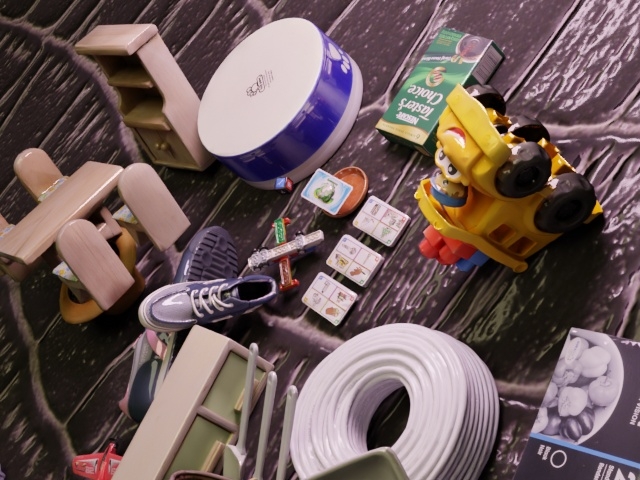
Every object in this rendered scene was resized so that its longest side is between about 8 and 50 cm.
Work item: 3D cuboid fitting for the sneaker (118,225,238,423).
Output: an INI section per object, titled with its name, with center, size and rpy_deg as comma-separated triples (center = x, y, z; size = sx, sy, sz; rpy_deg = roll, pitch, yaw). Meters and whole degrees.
[sneaker]
center = -0.222, 0.123, 1.625
size = 0.131, 0.112, 0.319
rpy_deg = -5, 58, 38

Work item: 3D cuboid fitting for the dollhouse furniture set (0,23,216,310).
[dollhouse furniture set]
center = -0.380, -0.131, 1.750
size = 0.362, 0.256, 0.394
rpy_deg = 11, 51, 49

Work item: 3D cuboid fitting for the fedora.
[fedora]
center = -0.353, 0.069, 1.811
size = 0.194, 0.079, 0.194
rpy_deg = -28, 45, 32

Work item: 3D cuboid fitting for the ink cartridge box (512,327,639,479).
[ink cartridge box]
center = 0.317, 0.206, 1.115
size = 0.208, 0.045, 0.206
rpy_deg = 10, 69, 45

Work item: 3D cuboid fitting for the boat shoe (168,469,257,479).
[boat shoe]
center = -0.104, 0.335, 1.298
size = 0.324, 0.116, 0.097
rpy_deg = -12, 90, 61

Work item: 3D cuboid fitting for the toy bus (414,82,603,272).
[toy bus]
center = 0.190, -0.053, 1.293
size = 0.211, 0.220, 0.149
rpy_deg = -44, 46, 19

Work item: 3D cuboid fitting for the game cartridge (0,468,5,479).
[game cartridge]
center = -0.575, 0.516, 1.723
size = 0.196, 0.060, 0.294
rpy_deg = -42, 41, 18

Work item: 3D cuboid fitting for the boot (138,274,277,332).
[boot]
center = -0.158, 0.081, 1.530
size = 0.086, 0.190, 0.069
rpy_deg = -27, 77, 58

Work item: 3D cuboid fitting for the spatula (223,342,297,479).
[spatula]
center = -0.078, 0.262, 1.364
size = 0.168, 0.019, 0.242
rpy_deg = 41, 128, 56

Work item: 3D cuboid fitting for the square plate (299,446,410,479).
[square plate]
center = 0.013, 0.406, 1.112
size = 0.347, 0.344, 0.049
rpy_deg = -26, 3, 28

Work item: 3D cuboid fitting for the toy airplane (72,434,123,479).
[toy airplane]
center = -0.324, 0.363, 1.614
size = 0.151, 0.028, 0.151
rpy_deg = -25, 47, 31

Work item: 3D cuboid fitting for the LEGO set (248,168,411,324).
[LEGO set]
center = 0.000, 0.000, 1.569
size = 0.244, 0.060, 0.182
rpy_deg = 31, 86, 37

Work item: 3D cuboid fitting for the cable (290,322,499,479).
[cable]
center = 0.083, 0.217, 1.290
size = 0.257, 0.089, 0.257
rpy_deg = -54, 40, -1

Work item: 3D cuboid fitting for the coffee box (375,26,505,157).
[coffee box]
center = 0.170, -0.213, 1.552
size = 0.184, 0.040, 0.113
rpy_deg = -55, 41, -3

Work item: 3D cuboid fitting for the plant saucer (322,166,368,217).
[plant saucer]
center = 0.036, -0.070, 1.596
size = 0.083, 0.013, 0.084
rpy_deg = -25, 47, 30

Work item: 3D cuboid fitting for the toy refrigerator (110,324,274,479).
[toy refrigerator]
center = -0.178, 0.264, 1.492
size = 0.094, 0.102, 0.270
rpy_deg = 14, 72, 47

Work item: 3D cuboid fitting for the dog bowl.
[dog bowl]
center = -0.067, -0.219, 1.730
size = 0.264, 0.104, 0.265
rpy_deg = -24, 48, 29
